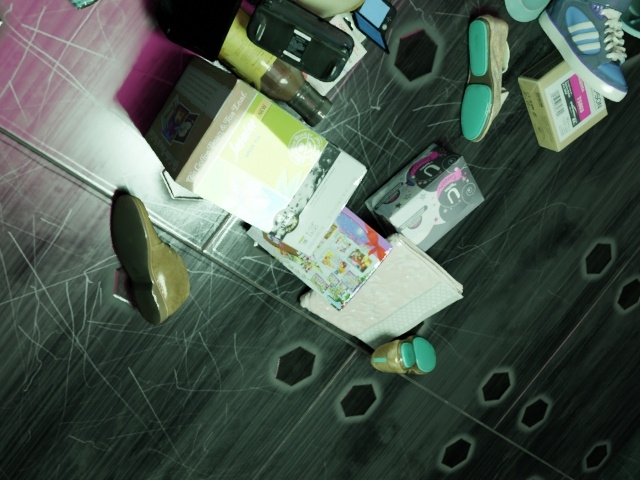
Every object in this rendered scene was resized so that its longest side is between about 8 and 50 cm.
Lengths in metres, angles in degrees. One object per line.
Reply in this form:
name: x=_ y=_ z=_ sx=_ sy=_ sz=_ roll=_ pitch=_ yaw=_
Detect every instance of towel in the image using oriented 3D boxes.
towel: x=0.167 y=0.148 z=1.629 sx=0.332 sy=0.053 sz=0.317 roll=-36 pitch=127 yaw=25

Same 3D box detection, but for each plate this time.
plate: x=0.545 y=-0.646 z=1.548 sx=0.188 sy=0.024 sz=0.188 roll=-16 pitch=128 yaw=-22

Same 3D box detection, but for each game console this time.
game console: x=-0.115 y=-0.406 z=1.155 sx=0.361 sy=0.044 sz=0.213 roll=26 pitch=121 yaw=-13
game console: x=0.127 y=-0.501 z=1.386 sx=0.122 sy=0.071 sz=0.107 roll=25 pitch=100 yaw=-41

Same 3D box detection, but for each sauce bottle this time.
sauce bottle: x=-0.121 y=-0.369 z=1.265 sx=0.344 sy=0.111 sz=0.111 roll=40 pitch=91 yaw=-19

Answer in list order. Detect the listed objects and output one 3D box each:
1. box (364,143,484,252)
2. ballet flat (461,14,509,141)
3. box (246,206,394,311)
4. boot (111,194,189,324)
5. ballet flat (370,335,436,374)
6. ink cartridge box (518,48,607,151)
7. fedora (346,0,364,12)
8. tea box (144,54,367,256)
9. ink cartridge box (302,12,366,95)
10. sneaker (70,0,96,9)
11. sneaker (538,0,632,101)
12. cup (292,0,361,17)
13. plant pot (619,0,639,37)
box: x=0.271 y=-0.105 z=1.598 sx=0.247 sy=0.142 sz=0.163 roll=-41 pitch=124 yaw=-6
ballet flat: x=0.435 y=-0.410 z=1.571 sx=0.106 sy=0.107 sz=0.316 roll=-14 pitch=119 yaw=-29
box: x=0.000 y=0.000 z=1.462 sx=0.293 sy=0.057 sz=0.201 roll=40 pitch=92 yaw=5
boot: x=-0.378 y=0.030 z=1.381 sx=0.115 sy=0.112 sz=0.305 roll=-35 pitch=124 yaw=-45
ballet flat: x=0.231 y=0.337 z=1.766 sx=0.342 sy=0.124 sz=0.116 roll=15 pitch=64 yaw=-64
ink cartridge box: x=0.675 y=-0.399 z=1.703 sx=0.193 sy=0.088 sz=0.234 roll=-37 pitch=122 yaw=-6
fedora: x=0.018 y=-0.563 z=1.295 sx=0.194 sy=0.079 sz=0.194 roll=-1 pitch=98 yaw=-9
tea box: x=-0.144 y=-0.179 z=1.247 sx=0.323 sy=0.329 sz=0.220 roll=29 pitch=98 yaw=-33
ink cartridge box: x=0.019 y=-0.427 z=1.375 sx=0.198 sy=0.067 sz=0.115 roll=-46 pitch=123 yaw=-1
sneaker: x=-0.359 y=-0.545 z=1.113 sx=0.283 sy=0.110 sz=0.122 roll=-38 pitch=120 yaw=-7
sneaker: x=0.707 y=-0.531 z=1.496 sx=0.130 sy=0.322 sz=0.236 roll=-8 pitch=151 yaw=-42
cup: x=0.001 y=-0.605 z=1.125 sx=0.331 sy=0.237 sz=0.331 roll=-1 pitch=97 yaw=-10
plant pot: x=0.942 y=-0.691 z=1.548 sx=0.334 sy=0.341 sz=0.341 roll=-22 pitch=122 yaw=-41
